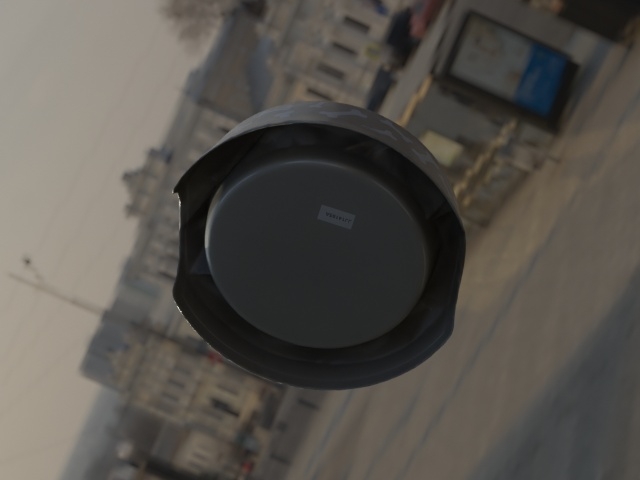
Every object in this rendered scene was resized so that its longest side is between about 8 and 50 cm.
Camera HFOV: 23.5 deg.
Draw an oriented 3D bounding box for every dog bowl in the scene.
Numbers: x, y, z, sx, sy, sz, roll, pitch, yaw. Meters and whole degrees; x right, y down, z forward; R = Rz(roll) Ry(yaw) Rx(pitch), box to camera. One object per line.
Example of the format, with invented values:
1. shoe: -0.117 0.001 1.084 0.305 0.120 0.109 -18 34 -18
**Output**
1. dog bowl: 0.000 0.000 1.719 0.102 0.349 0.348 -75 10 -57
